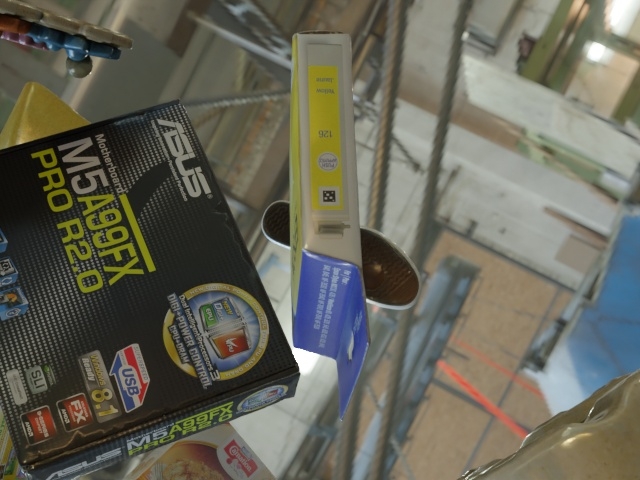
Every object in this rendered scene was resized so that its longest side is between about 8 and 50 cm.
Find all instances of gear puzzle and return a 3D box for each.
[{"bbox_3d":[-0.313,-0.180,0.793,0.338,0.175,0.044,11,-81,-41],"label":"gear puzzle"}]

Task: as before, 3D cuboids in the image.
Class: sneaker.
[{"bbox_3d":[0.049,0.022,1.759,0.106,0.290,0.123,-59,-23,1],"label":"sneaker"}]

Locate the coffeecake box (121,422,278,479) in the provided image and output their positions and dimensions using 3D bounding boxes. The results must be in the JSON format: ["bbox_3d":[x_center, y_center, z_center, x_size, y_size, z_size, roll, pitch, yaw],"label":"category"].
[{"bbox_3d":[-0.160,0.318,1.344,0.185,0.142,0.068,-42,8,-21],"label":"coffeecake box"}]

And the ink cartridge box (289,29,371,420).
[{"bbox_3d":[0.000,0.000,1.110,0.304,0.072,0.307,99,172,-67],"label":"ink cartridge box"}]

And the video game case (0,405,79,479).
[{"bbox_3d":[-0.411,0.266,1.622,0.023,0.193,0.213,41,-133,-45],"label":"video game case"}]

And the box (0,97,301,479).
[{"bbox_3d":[-0.166,0.034,0.866,0.216,0.270,0.060,-18,-25,-15],"label":"box"}]

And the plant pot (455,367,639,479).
[{"bbox_3d":[0.247,0.265,0.788,0.333,0.306,0.334,-30,-12,-7],"label":"plant pot"}]

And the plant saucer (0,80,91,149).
[{"bbox_3d":[-0.339,0.021,1.425,0.333,0.332,0.081,-53,-4,31],"label":"plant saucer"}]
